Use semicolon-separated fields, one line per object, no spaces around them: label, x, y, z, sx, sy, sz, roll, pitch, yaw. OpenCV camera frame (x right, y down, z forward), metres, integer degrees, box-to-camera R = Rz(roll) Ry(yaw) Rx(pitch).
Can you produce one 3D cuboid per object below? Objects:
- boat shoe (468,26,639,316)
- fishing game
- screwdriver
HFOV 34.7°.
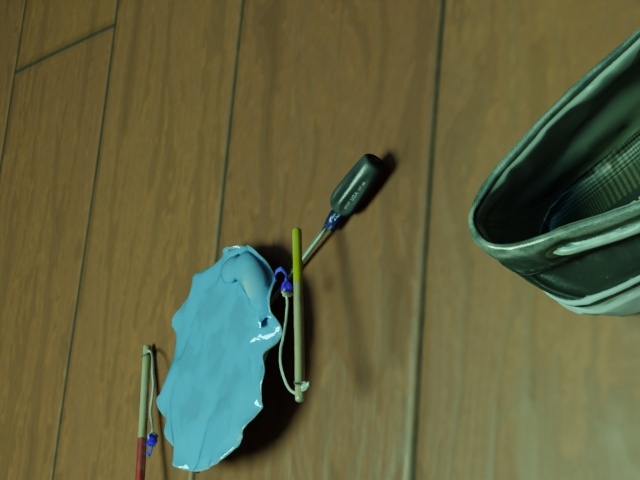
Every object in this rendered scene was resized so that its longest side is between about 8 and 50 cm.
boat shoe;0.207;-0.073;0.471;0.335;0.119;0.121;-47;47;31
fishing game;-0.079;0.095;0.827;0.264;0.041;0.189;-40;43;43
screwdriver;0.000;0.000;0.782;0.170;0.025;0.024;-57;43;34
